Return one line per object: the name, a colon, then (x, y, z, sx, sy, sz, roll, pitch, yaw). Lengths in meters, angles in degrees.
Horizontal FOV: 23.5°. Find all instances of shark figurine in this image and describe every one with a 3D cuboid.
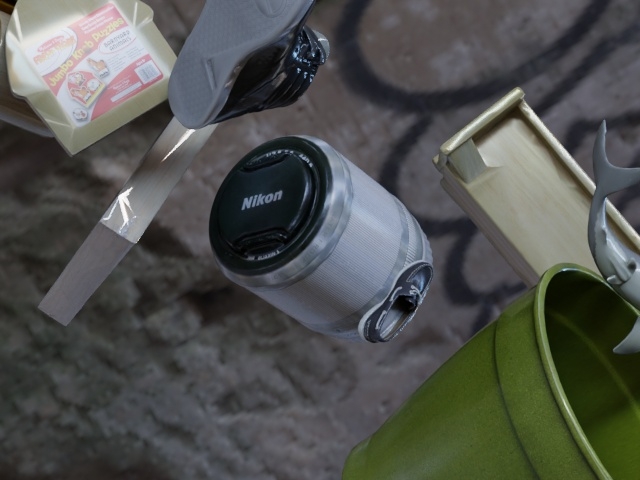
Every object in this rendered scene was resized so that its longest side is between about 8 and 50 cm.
shark figurine: (0.353, 0.011, 1.758, 0.278, 0.166, 0.116, 47, 18, -23)

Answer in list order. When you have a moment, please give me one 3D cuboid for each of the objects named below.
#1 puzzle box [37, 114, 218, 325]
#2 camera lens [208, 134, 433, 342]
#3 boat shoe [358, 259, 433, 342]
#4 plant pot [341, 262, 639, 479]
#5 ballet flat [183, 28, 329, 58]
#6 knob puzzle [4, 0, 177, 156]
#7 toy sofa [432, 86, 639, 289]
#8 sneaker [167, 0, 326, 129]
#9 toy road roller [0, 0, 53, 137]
puzzle box: (-0.240, -0.052, 2.009, 0.052, 0.272, 0.409, 36, -25, -7)
camera lens: (0.000, 0.000, 2.088, 0.274, 0.219, 0.219, 35, 27, -47)
boat shoe: (0.095, 0.072, 1.792, 0.038, 0.125, 0.046, 8, -45, 54)
plant pot: (0.227, 0.271, 1.790, 0.366, 0.353, 0.366, 38, 33, -30)
ballet flat: (-0.095, -0.270, 2.198, 0.068, 0.213, 0.072, -16, 108, -70)
knob puzzle: (-0.266, -0.209, 1.713, 0.213, 0.213, 0.030, 62, -25, 5)
toy sofa: (0.329, -0.027, 2.200, 0.362, 0.150, 0.177, 51, -5, 11)
sneaker: (-0.043, -0.238, 1.653, 0.147, 0.296, 0.104, -17, 66, -43)
toy road roller: (-0.329, -0.310, 1.799, 0.202, 0.240, 0.329, 21, 40, -41)
